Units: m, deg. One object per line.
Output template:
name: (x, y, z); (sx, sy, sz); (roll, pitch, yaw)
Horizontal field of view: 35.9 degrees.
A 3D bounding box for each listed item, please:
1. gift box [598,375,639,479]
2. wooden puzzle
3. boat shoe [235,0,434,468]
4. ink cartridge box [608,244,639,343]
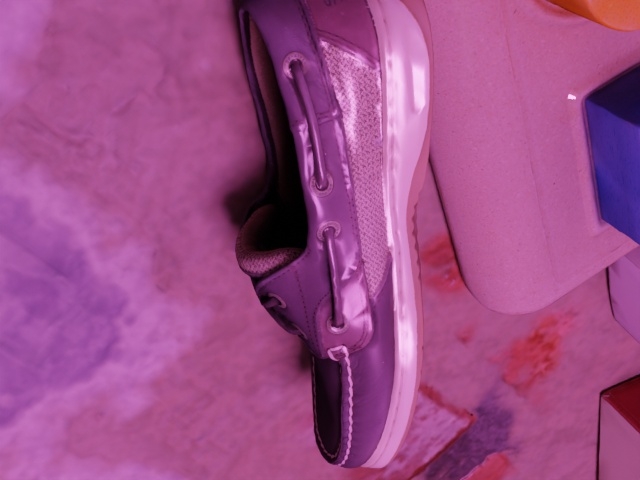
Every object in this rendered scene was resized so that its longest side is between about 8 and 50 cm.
gift box: (0.391, 0.238, 0.772); (0.276, 0.255, 0.258); (-15, 124, -11)
wooden puzzle: (0.219, -0.135, 0.551); (0.347, 0.080, 0.322); (-28, 129, -9)
boat shoe: (0.000, 0.000, 0.517); (0.092, 0.103, 0.285); (-8, 120, -17)
ink cartridge box: (0.315, 0.050, 0.633); (0.160, 0.219, 0.093); (-27, 132, -9)
